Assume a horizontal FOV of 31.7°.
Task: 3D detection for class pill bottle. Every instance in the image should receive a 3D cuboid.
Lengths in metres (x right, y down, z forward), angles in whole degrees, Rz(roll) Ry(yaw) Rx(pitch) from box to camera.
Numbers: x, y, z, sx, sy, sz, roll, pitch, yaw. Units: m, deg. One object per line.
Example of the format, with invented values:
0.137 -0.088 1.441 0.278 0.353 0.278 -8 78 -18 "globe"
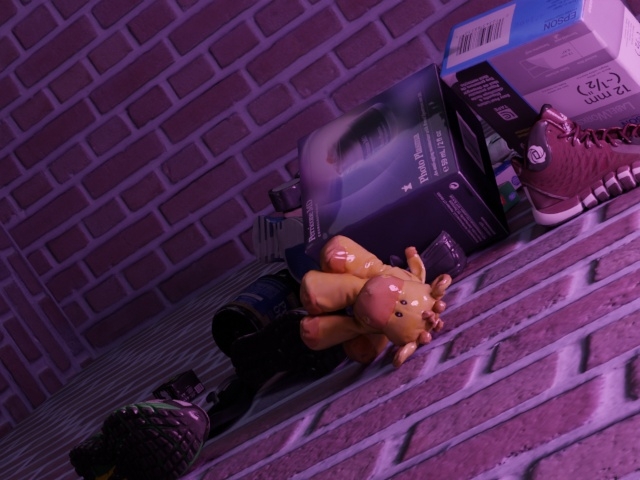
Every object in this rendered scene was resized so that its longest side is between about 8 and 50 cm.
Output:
-0.111 0.141 2.239 0.123 0.123 0.219 -29 6 38 "pill bottle"

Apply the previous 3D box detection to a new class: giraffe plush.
0.090 0.093 1.521 0.210 0.181 0.170 0 7 -17 "giraffe plush"

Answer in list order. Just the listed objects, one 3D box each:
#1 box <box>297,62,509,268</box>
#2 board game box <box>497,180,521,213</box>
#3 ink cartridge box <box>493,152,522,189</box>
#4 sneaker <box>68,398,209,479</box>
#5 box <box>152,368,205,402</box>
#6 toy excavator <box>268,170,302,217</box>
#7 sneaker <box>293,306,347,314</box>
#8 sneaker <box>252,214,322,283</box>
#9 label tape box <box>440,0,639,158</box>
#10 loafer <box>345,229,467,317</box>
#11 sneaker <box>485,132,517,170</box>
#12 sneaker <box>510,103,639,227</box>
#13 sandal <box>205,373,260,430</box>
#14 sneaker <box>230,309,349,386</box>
0.128 -0.094 1.905 0.294 0.183 0.296 -28 40 21 "box"
0.200 0.000 2.092 0.213 0.046 0.317 -37 7 -34 "board game box"
0.390 -0.146 2.140 0.207 0.046 0.097 -36 5 -19 "ink cartridge box"
-0.266 0.297 1.741 0.146 0.134 0.343 -37 6 -38 "sneaker"
-0.282 0.299 2.239 0.062 0.052 0.083 -38 8 -41 "box"
0.161 -0.129 2.834 0.445 0.222 0.433 -14 15 31 "toy excavator"
-0.014 0.143 1.972 0.188 0.066 0.071 -34 6 0 "sneaker"
-0.001 0.000 2.275 0.182 0.127 0.315 -7 12 -24 "sneaker"
0.386 -0.221 1.692 0.249 0.348 0.115 -18 44 42 "label tape box"
0.128 0.060 1.803 0.223 0.078 0.076 -32 6 20 "loafer"
0.344 -0.177 2.447 0.256 0.094 0.151 -33 -6 -15 "sneaker"
0.395 -0.146 1.614 0.281 0.162 0.106 -31 6 25 "sneaker"
-0.153 0.253 1.877 0.097 0.054 0.254 -32 6 18 "sandal"
-0.020 0.151 1.778 0.124 0.107 0.283 -21 2 -39 "sneaker"
